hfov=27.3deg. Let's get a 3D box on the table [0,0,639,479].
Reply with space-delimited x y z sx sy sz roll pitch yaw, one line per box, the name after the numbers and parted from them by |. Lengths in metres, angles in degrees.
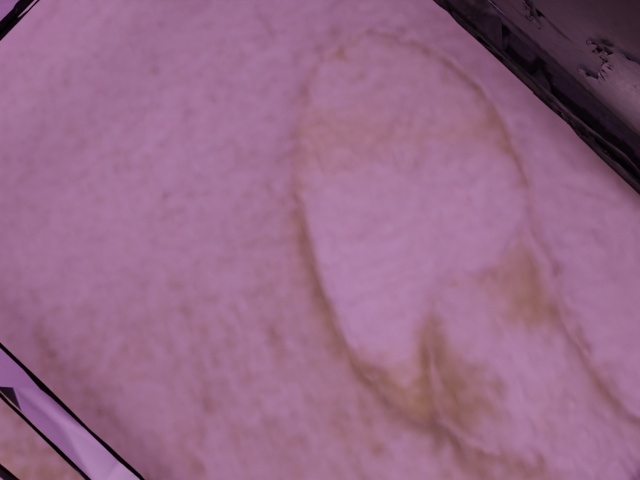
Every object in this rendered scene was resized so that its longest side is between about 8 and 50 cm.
0.000 0.000 0.418 0.335 0.222 0.272 43 82 2 | table
